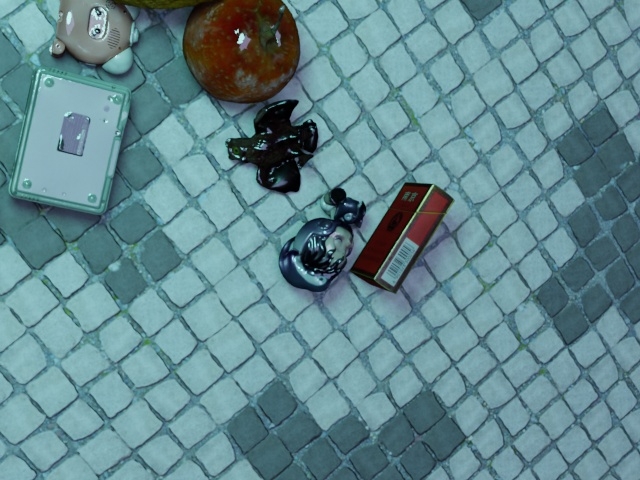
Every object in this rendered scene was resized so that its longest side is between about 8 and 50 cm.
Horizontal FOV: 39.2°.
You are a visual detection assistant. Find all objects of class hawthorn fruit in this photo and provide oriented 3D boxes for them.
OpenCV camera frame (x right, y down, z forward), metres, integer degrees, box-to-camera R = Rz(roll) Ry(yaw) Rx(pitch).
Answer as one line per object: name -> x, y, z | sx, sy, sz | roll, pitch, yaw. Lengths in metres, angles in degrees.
hawthorn fruit -> -0.152, -0.371, 1.761 | 0.231, 0.263, 0.235 | -17, 129, 6

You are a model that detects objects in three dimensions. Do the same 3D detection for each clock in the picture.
clock -> -0.429, -0.411, 1.735 | 0.162, 0.092, 0.166 | 7, 92, -21

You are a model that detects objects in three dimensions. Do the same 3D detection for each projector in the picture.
projector -> -0.479, -0.190, 1.732 | 0.191, 0.099, 0.257 | 12, 91, -19

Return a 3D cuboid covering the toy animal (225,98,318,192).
toy animal -> -0.100, -0.199, 1.871 | 0.179, 0.116, 0.219 | 3, 124, 8

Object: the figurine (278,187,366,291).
figurine -> 0.000, 0.000, 1.894 | 0.145, 0.145, 0.222 | 31, 76, -18

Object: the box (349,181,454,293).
box -> 0.172, -0.010, 1.928 | 0.074, 0.153, 0.240 | 35, 84, -14

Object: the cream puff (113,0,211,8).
cream puff -> -0.293, -0.557, 1.659 | 0.302, 0.303, 0.212 | -18, 134, -16
